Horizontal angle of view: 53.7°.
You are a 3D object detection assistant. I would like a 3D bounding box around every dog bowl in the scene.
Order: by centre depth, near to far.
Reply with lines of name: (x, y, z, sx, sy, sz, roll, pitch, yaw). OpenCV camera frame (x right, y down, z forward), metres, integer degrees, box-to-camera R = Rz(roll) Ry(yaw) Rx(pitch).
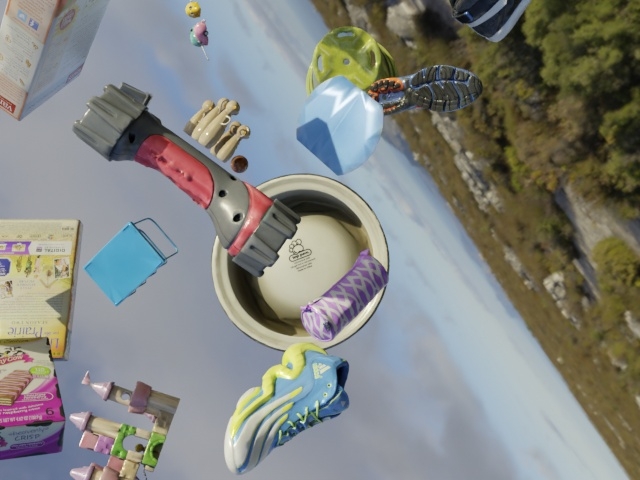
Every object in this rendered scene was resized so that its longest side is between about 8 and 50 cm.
dog bowl: (-0.041, 0.058, 1.492, 0.408, 0.407, 0.150, 56, -179, 9)

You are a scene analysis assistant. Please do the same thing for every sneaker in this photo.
sneaker: (-0.036, 0.238, 0.912, 0.240, 0.126, 0.091, -54, -45, -43)
sneaker: (0.271, -0.406, 0.915, 0.121, 0.217, 0.079, 19, -148, -21)
sneaker: (0.195, -0.277, 1.156, 0.087, 0.221, 0.083, -25, -65, -47)

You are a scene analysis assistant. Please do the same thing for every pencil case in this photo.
pencil case: (0.046, 0.109, 1.228, 0.206, 0.086, 0.088, -40, -79, -37)

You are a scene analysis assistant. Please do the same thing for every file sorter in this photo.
file sorter: (-0.435, 0.045, 1.469, 0.118, 0.170, 0.104, 49, -163, -1)

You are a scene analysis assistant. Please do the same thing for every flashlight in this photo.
flashlight: (-0.174, -0.075, 0.822, 0.304, 0.103, 0.103, 35, 176, -9)

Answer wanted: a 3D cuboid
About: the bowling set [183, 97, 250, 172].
bowling set: (-0.268, -0.312, 1.856, 0.200, 0.154, 0.287, 39, 180, -32)

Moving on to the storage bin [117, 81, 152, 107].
storage bin: (-0.554, -0.380, 1.801, 0.091, 0.135, 0.098, 28, -167, -27)

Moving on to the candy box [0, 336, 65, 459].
candy box: (-0.519, 0.253, 1.039, 0.159, 0.071, 0.233, 2, -155, -32)

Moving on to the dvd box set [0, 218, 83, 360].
dvd box set: (-0.867, 0.140, 1.832, 0.062, 0.307, 0.421, 101, 167, -69)

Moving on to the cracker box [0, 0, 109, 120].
cracker box: (-0.372, -0.295, 0.878, 0.067, 0.232, 0.156, 35, -138, -10)

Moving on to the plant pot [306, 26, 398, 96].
plant pot: (0.082, -0.462, 1.743, 0.276, 0.276, 0.254, 55, -175, 3)

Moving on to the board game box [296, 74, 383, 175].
board game box: (0.039, -0.190, 1.055, 0.168, 0.133, 0.033, 44, -162, 28)

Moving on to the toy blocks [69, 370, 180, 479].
toy blocks: (-0.548, 0.526, 1.677, 0.259, 0.289, 0.309, 19, 155, -8)

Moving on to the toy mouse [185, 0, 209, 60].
toy mouse: (-0.307, -0.520, 1.581, 0.161, 0.031, 0.143, -135, 33, -57)
